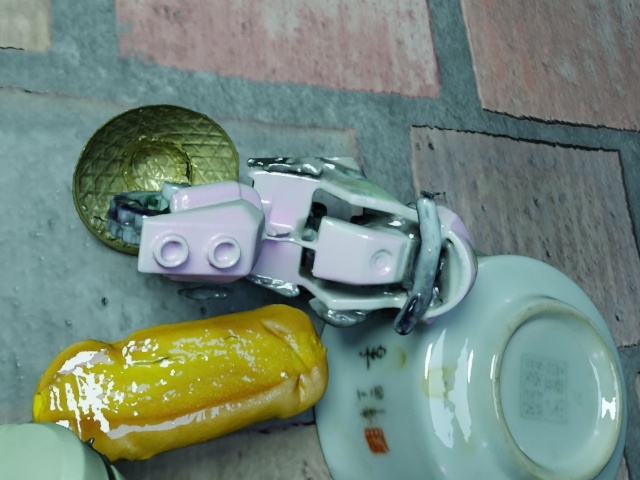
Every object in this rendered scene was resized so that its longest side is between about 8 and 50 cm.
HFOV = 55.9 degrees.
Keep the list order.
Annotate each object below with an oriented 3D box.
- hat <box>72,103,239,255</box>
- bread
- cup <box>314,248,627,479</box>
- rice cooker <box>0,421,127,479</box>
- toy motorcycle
[{"bbox_3d":[-0.152,-0.065,0.547,0.146,0.067,0.146,-15,127,-21],"label":"hat"},{"bbox_3d":[-0.108,0.118,0.507,0.246,0.094,0.102,-6,75,-29],"label":"bread"},{"bbox_3d":[0.182,0.153,0.613,0.347,0.163,0.347,7,75,-27],"label":"cup"},{"bbox_3d":[-0.183,0.239,0.344,0.226,0.226,0.244,-42,120,-29],"label":"rice cooker"},{"bbox_3d":[0.000,0.000,0.507,0.327,0.188,0.143,4,105,-31],"label":"toy motorcycle"}]
